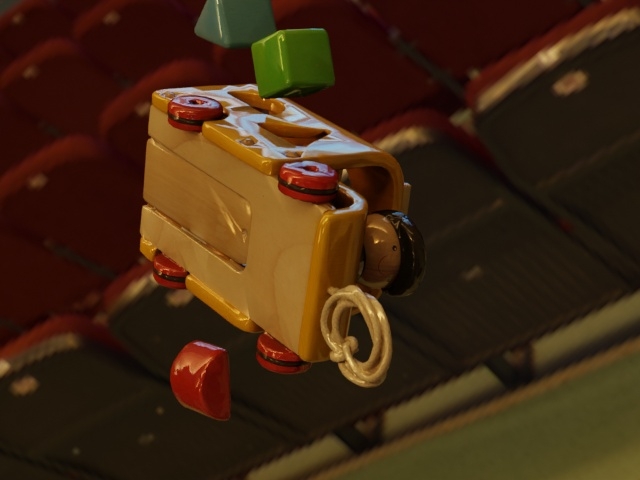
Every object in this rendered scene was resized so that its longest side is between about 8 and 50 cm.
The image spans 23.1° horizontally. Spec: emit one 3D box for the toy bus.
[{"bbox_3d":[-0.006,-0.009,0.772,0.191,0.104,0.202,-37,67,52],"label":"toy bus"}]
